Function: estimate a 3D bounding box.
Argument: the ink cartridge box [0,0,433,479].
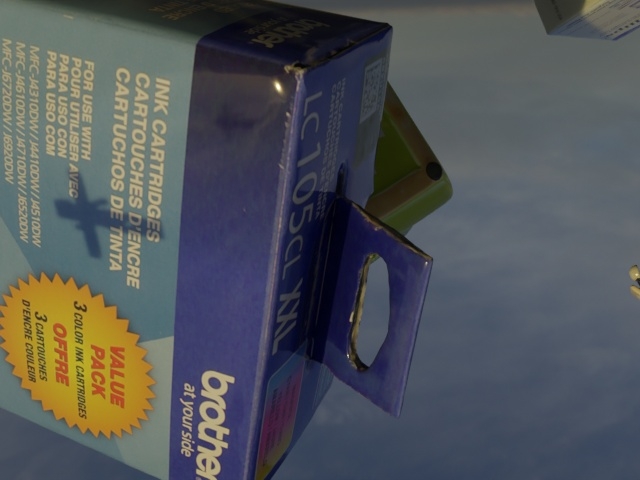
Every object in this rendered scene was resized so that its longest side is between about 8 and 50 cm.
[{"bbox_3d":[-0.120,-0.020,0.456,0.395,0.270,0.151,16,-152,15],"label":"ink cartridge box"}]

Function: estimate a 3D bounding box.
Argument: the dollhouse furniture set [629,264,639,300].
[{"bbox_3d":[0.232,0.067,0.501,0.081,0.091,0.114,41,-175,28],"label":"dollhouse furniture set"}]

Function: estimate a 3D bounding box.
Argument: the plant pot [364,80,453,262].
[{"bbox_3d":[-0.027,-0.059,0.707,0.227,0.228,0.207,-31,179,-27],"label":"plant pot"}]

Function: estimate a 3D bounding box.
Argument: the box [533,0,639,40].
[{"bbox_3d":[0.229,-0.242,0.626,0.137,0.126,0.072,-13,170,-45],"label":"box"}]
